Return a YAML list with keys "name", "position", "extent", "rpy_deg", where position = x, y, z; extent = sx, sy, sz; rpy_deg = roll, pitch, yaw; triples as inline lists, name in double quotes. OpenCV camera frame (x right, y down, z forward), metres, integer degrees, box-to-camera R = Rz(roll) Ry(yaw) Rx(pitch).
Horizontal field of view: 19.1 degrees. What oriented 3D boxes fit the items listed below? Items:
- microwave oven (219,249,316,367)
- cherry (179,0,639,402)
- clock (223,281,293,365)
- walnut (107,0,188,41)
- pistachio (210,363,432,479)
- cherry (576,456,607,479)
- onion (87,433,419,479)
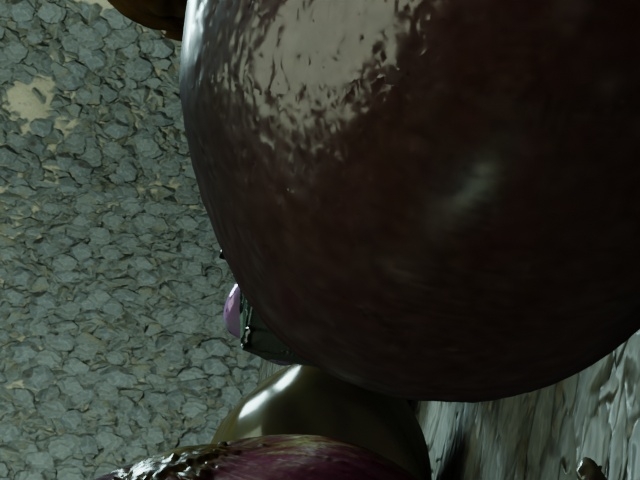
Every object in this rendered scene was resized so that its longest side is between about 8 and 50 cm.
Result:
- name: "microwave oven"
  position: [0.033, -0.048, 1.264]
  extent: [0.295, 0.181, 0.237]
  rpy_deg: [-99, 19, -78]
- name: "cherry"
  position: [0.065, -0.078, 0.717]
  extent: [0.307, 0.221, 0.261]
  rpy_deg: [133, 141, -58]
- name: "clock"
  position: [0.000, 0.000, 1.654]
  extent: [0.248, 0.090, 0.227]
  rpy_deg: [5, -74, -74]
- name: "walnut"
  position: [-0.043, -0.261, 1.025]
  extent: [0.209, 0.209, 0.336]
  rpy_deg: [110, 164, -66]
- name: "pistachio"
  position: [0.003, 0.211, 1.307]
  extent: [0.166, 0.197, 0.288]
  rpy_deg: [-20, -63, -44]
- name: "cherry"
  position: [0.073, 0.200, 0.753]
  extent: [0.148, 0.115, 0.188]
  rpy_deg: [48, -131, -44]
- name: "onion"
  position: [-0.020, 0.219, 1.049]
  extent: [0.272, 0.230, 0.256]
  rpy_deg: [58, -135, -23]
